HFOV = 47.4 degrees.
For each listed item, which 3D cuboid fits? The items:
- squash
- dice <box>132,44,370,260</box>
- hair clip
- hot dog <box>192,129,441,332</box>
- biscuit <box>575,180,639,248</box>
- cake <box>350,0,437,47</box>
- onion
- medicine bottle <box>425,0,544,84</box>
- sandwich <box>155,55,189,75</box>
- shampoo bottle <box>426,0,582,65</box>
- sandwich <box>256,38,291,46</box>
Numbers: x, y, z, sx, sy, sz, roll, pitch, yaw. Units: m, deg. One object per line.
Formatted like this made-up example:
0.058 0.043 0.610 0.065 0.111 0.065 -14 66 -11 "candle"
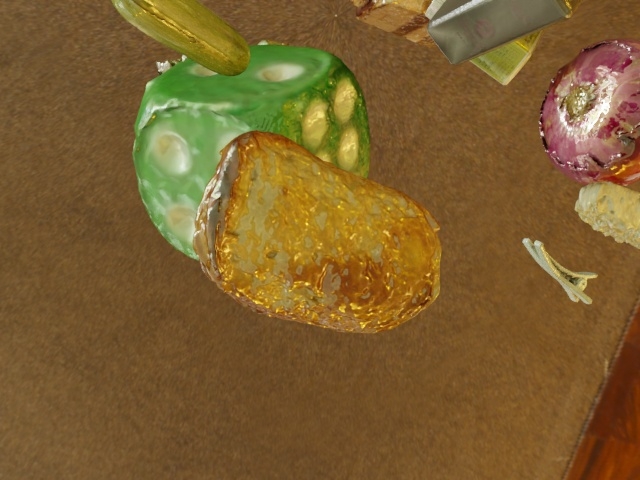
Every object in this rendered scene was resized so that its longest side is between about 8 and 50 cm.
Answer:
-0.169 -0.269 0.908 0.069 0.239 0.069 -8 75 31 "squash"
-0.103 -0.137 1.176 0.300 0.287 0.297 10 122 23 "dice"
0.279 0.028 0.846 0.115 0.030 0.039 37 75 -27 "hair clip"
-0.003 0.000 0.740 0.259 0.114 0.175 23 73 -21 "hot dog"
0.578 -0.036 1.348 0.281 0.179 0.084 25 91 -18 "biscuit"
0.206 -0.602 1.712 0.293 0.198 0.196 15 86 -17 "cake"
0.718 -0.289 1.770 0.345 0.358 0.358 36 105 -28 "onion"
0.282 -0.374 1.266 0.188 0.132 0.088 35 139 -1 "medicine bottle"
-0.190 -0.264 1.516 0.109 0.212 0.292 -37 79 12 "sandwich"
0.254 -0.313 0.963 0.080 0.246 0.079 46 63 -20 "shampoo bottle"
-0.132 -0.419 1.904 0.186 0.220 0.108 -31 69 27 "sandwich"
